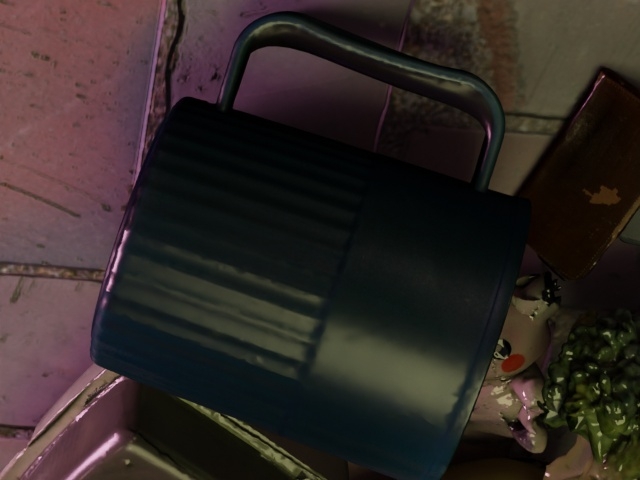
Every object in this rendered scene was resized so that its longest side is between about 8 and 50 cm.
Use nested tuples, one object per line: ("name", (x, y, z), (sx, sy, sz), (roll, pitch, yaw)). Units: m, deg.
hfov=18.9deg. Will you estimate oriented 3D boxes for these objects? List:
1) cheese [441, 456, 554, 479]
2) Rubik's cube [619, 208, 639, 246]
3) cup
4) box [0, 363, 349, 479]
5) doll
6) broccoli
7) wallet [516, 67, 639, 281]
("cheese", (0.131, 0.319, 1.780), (0.316, 0.259, 0.128), (-44, 146, -15))
("Rubik's cube", (0.382, -0.078, 1.561), (0.233, 0.229, 0.228), (-62, 162, -5))
("cup", (-0.004, 0.012, 1.491), (0.292, 0.242, 0.308), (18, 124, 0))
("box", (-0.122, 0.229, 1.712), (0.290, 0.166, 0.220), (35, 117, -19))
("doll", (0.149, 0.101, 1.701), (0.149, 0.095, 0.192), (7, 133, 22))
("broccoli", (0.304, 0.187, 1.667), (0.248, 0.288, 0.245), (-17, 174, -42))
("wallet", (0.228, -0.052, 1.613), (0.095, 0.026, 0.176), (38, 122, 13))
